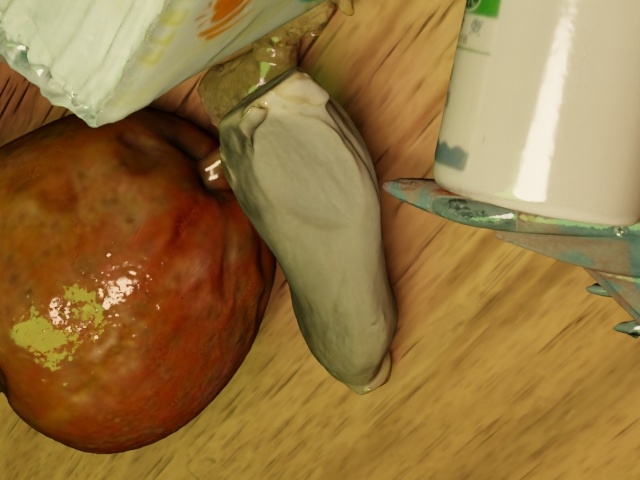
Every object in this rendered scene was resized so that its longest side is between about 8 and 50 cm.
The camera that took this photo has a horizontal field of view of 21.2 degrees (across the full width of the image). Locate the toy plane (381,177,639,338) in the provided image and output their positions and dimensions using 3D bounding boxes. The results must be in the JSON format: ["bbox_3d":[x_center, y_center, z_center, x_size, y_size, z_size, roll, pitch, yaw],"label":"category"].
[{"bbox_3d":[0.190,-0.021,1.175,0.326,0.104,0.223,14,125,36],"label":"toy plane"}]

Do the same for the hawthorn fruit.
[{"bbox_3d":[-0.153,0.006,1.358,0.277,0.277,0.298,48,116,3],"label":"hawthorn fruit"}]

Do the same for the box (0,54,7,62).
[{"bbox_3d":[-0.207,-0.248,1.287,0.206,0.291,0.262,10,162,16],"label":"box"}]

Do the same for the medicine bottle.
[{"bbox_3d":[0.155,-0.135,1.052,0.139,0.139,0.237,14,99,32],"label":"medicine bottle"}]

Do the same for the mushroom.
[{"bbox_3d":[0.002,0.002,1.291,0.109,0.097,0.351,36,155,39],"label":"mushroom"}]

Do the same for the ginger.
[{"bbox_3d":[-0.046,-0.184,1.290,0.149,0.065,0.258,56,145,12],"label":"ginger"}]

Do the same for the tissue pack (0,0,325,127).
[{"bbox_3d":[-0.004,-0.261,0.965,0.162,0.388,0.287,43,135,10],"label":"tissue pack"}]
